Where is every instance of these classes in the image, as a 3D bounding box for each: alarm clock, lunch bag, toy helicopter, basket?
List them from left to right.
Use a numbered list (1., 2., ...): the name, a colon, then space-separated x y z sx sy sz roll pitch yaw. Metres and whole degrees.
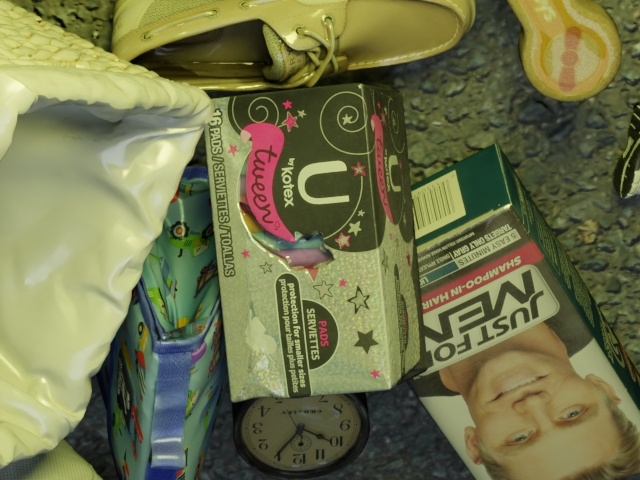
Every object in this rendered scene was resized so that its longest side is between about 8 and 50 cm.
1. basket: -0.303 -0.019 1.482 0.266 0.328 0.331 28 101 18
2. lunch bag: -0.125 0.101 1.709 0.138 0.293 0.221 5 124 -9
3. alarm clock: -0.020 0.181 1.914 0.129 0.064 0.192 -1 123 -4
4. toy helicopter: 0.150 -0.267 1.547 0.235 0.140 0.355 -27 115 11

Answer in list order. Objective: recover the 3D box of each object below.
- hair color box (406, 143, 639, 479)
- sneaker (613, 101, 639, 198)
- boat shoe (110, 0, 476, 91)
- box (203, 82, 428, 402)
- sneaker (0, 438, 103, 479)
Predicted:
1. hair color box: 0.170 0.096 1.845 0.174 0.105 0.347 -26 124 14
2. sneaker: 0.296 -0.086 1.773 0.043 0.040 0.109 -1 130 -24
3. boat shoe: -0.022 -0.165 1.635 0.302 0.098 0.109 -2 133 1
4. box: 0.000 0.000 1.651 0.142 0.163 0.247 -6 91 14
5. sneaker: -0.310 0.126 1.720 0.137 0.366 0.210 -23 126 -41
